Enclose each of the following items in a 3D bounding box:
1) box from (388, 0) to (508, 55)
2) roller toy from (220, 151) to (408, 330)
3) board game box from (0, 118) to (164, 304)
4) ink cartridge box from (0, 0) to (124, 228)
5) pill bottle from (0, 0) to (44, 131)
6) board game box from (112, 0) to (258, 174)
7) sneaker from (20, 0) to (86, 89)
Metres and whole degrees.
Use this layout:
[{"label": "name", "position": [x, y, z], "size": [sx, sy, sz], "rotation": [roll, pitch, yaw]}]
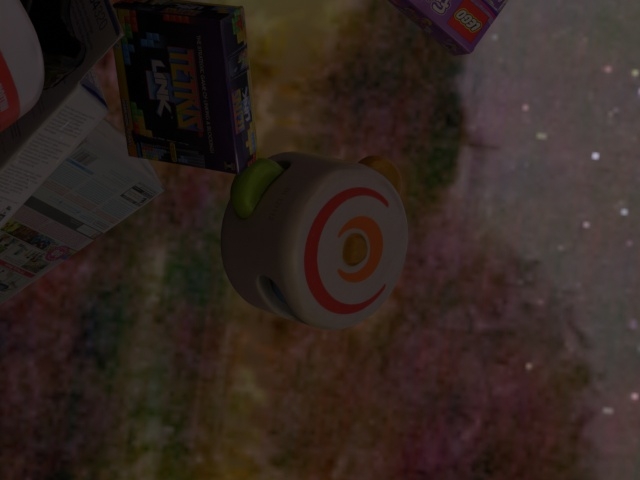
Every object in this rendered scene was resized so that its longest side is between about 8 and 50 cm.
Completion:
[{"label": "box", "position": [0.112, -0.379, 1.612], "size": [0.201, 0.293, 0.057], "rotation": [-54, -164, -7]}, {"label": "roller toy", "position": [0.000, 0.000, 1.607], "size": [0.146, 0.209, 0.191], "rotation": [15, -73, 47]}, {"label": "board game box", "position": [-0.388, -0.045, 1.842], "size": [0.097, 0.303, 0.224], "rotation": [60, 10, 24]}, {"label": "ink cartridge box", "position": [-0.335, -0.212, 1.567], "size": [0.330, 0.071, 0.324], "rotation": [-41, -129, 24]}, {"label": "pill bottle", "position": [-0.346, -0.075, 0.890], "size": [0.323, 0.181, 0.181], "rotation": [-41, 164, -21]}, {"label": "board game box", "position": [-0.141, -0.161, 1.467], "size": [0.048, 0.141, 0.170], "rotation": [-42, 134, -49]}, {"label": "sneaker", "position": [-0.296, -0.282, 1.343], "size": [0.102, 0.146, 0.293], "rotation": [-41, 119, -51]}]
